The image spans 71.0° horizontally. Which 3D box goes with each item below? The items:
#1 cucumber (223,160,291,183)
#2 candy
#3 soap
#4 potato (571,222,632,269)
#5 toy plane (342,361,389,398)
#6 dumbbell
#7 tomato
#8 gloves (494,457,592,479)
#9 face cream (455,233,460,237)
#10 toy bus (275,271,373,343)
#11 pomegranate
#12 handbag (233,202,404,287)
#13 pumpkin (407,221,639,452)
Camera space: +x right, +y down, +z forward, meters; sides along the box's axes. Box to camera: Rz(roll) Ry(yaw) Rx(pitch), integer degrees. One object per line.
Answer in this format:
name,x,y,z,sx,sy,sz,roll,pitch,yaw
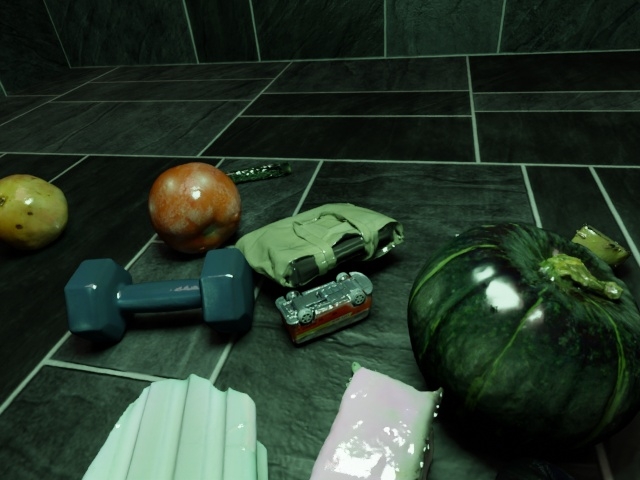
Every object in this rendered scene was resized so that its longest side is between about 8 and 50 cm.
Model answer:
cucumber,-0.213,-0.193,1.311,0.256,0.043,0.044,-12,31,-7
candy,0.055,0.294,0.499,0.115,0.156,0.265,11,39,20
soap,-0.165,0.315,0.504,0.208,0.115,0.347,-10,29,-4
potato,0.533,0.026,0.883,0.100,0.089,0.172,39,20,21
toy plane,0.066,0.220,0.704,0.080,0.033,0.083,-26,37,-2
dumbbell,-0.287,0.103,0.827,0.324,0.144,0.160,-4,34,2
tomato,-0.286,-0.079,1.021,0.208,0.208,0.184,-24,59,-23
gloves,0.301,0.305,0.445,0.124,0.164,0.203,-51,27,-14
face cream,0.297,0.019,0.959,0.038,0.020,0.115,12,36,24
toy bus,0.013,0.121,0.810,0.174,0.077,0.079,-17,31,-17
pomegranate,-0.719,-0.072,1.099,0.191,0.191,0.191,-4,36,3
handbag,-0.001,0.002,0.937,0.315,0.109,0.253,-20,21,-26
pumpkin,0.279,0.122,0.629,0.322,0.242,0.323,9,34,-6
